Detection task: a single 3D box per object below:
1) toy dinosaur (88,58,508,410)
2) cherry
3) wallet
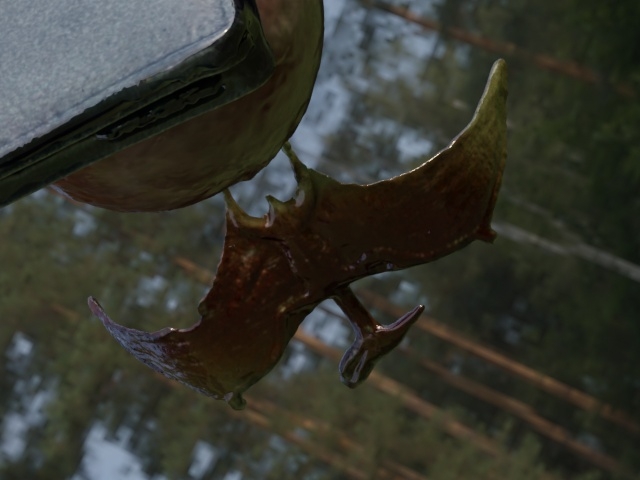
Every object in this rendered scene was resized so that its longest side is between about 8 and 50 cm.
[{"bbox_3d":[0.000,-0.009,1.357,0.327,0.206,0.113,-56,23,19],"label":"toy dinosaur"},{"bbox_3d":[-0.099,-0.103,0.968,0.249,0.175,0.192,-30,-48,-61],"label":"cherry"},{"bbox_3d":[-0.135,-0.074,0.715,0.222,0.167,0.036,-27,-39,2],"label":"wallet"}]
